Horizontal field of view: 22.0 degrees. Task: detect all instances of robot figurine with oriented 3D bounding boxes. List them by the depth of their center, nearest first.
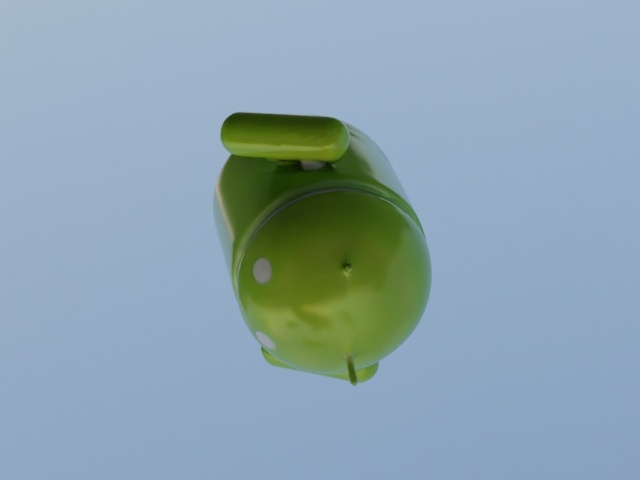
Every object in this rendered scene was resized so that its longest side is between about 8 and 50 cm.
[{"bbox_3d":[0.000,0.000,0.561,0.067,0.101,0.115,-10,-150,-6],"label":"robot figurine"}]
